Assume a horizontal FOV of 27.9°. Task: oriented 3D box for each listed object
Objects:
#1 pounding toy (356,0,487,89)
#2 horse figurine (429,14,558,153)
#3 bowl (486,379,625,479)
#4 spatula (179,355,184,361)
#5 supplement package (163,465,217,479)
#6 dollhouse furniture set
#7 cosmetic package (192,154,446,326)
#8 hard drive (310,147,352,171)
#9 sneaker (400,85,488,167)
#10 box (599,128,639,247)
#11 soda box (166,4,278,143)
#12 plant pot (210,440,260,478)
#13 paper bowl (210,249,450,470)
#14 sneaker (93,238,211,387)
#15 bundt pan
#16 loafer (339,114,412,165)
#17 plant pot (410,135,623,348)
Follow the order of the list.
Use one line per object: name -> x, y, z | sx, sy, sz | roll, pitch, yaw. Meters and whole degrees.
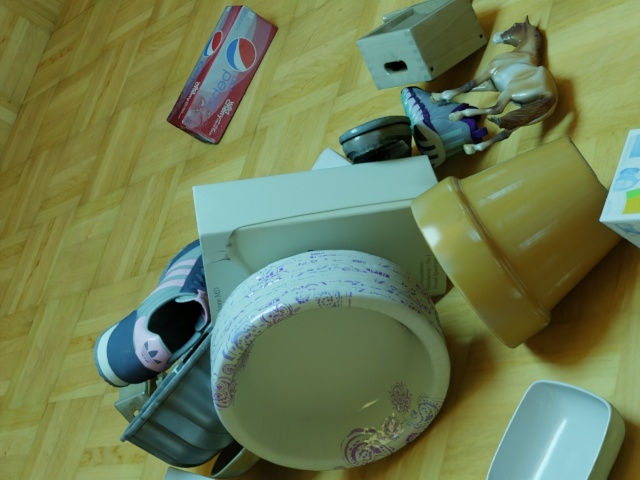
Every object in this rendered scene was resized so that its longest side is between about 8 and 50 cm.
pounding toy -> 0.162, -0.304, 1.921 | 0.206, 0.094, 0.181 | -36, 19, -30
horse figurine -> 0.242, -0.197, 1.686 | 0.174, 0.066, 0.263 | -24, 28, 2
bowl -> 0.251, 0.223, 1.336 | 0.142, 0.053, 0.142 | 14, 77, 62
spatula -> -0.148, 0.083, 2.054 | 0.242, 0.019, 0.168 | -44, 33, 26
supplement package -> -0.147, 0.386, 1.773 | 0.179, 0.105, 0.105 | -1, 65, 57
dollhouse furniture set -> -0.249, 0.210, 2.149 | 0.161, 0.101, 0.182 | -24, 38, 12
cosmetic package -> 0.000, 0.000, 1.655 | 0.113, 0.309, 0.160 | -106, 8, -52
hard drive -> 0.024, -0.002, 1.917 | 0.210, 0.040, 0.318 | -58, 28, 6
sneaker -> 0.176, -0.168, 1.821 | 0.098, 0.083, 0.224 | -18, 27, 3
box -> 0.400, -0.049, 1.292 | 0.203, 0.103, 0.114 | -4, 61, 57
soda box -> -0.191, -0.322, 2.502 | 0.083, 0.092, 0.263 | 15, 77, 60
plant pot -> -0.066, 0.238, 1.774 | 0.236, 0.032, 0.236 | -52, 4, 5
paper bowl -> 0.008, 0.133, 1.569 | 0.284, 0.284, 0.148 | -47, 27, 23
sneaker -> -0.181, 0.091, 1.829 | 0.131, 0.112, 0.319 | -19, 23, 41
bundt pan -> -0.133, 0.189, 1.828 | 0.331, 0.124, 0.331 | -50, 4, 4
loafer -> 0.091, -0.115, 1.754 | 0.096, 0.084, 0.267 | -20, -2, 10
plant pot -> 0.236, -0.014, 1.452 | 0.188, 0.205, 0.205 | -36, 34, 12
